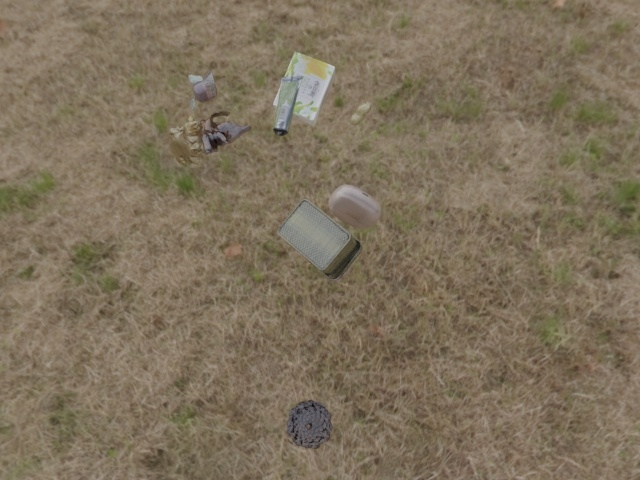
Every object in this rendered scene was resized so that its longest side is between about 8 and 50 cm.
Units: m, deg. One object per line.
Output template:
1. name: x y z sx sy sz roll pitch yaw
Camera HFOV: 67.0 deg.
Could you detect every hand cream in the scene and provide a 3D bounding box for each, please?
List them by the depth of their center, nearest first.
1. hand cream: -0.123 -0.485 1.750 0.086 0.055 0.236 6 79 24

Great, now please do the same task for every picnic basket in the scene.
1. picnic basket: 0.000 0.000 1.655 0.266 0.139 0.165 39 89 27

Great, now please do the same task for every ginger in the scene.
1. ginger: -0.429 -0.319 1.582 0.213 0.138 0.074 -10 22 48

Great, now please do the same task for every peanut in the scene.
1. peanut: 0.115 -0.368 1.398 0.037 0.083 0.037 21 46 -24

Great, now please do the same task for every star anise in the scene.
1. star anise: -0.444 -0.435 1.957 0.292 0.109 0.349 28 52 34

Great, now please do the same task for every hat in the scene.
1. hat: -0.273 -0.357 1.125 0.042 0.087 0.058 -17 86 -30

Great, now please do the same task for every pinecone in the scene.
1. pinecone: -0.032 0.543 1.431 0.140 0.121 0.141 4 69 -11

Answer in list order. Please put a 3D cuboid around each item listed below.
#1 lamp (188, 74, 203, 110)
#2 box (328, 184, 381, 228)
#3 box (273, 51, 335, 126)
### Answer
1. lamp: -0.533 -0.611 2.009 0.056 0.198 0.050 -11 72 -28
2. box: 0.128 -0.124 1.811 0.200 0.146 0.088 29 41 -11
3. box: -0.068 -0.663 2.124 0.194 0.111 0.261 21 86 3
